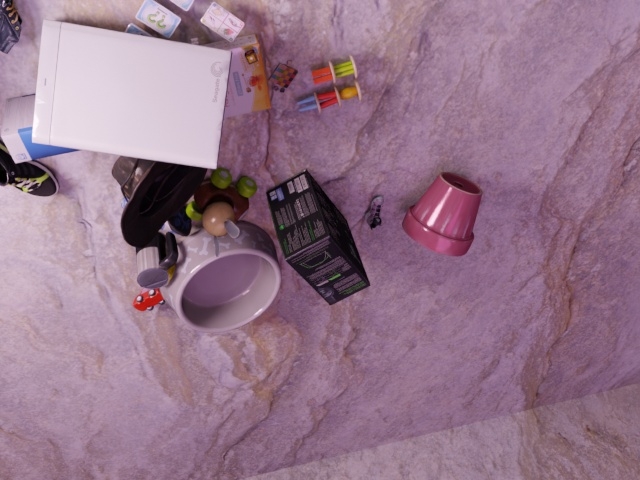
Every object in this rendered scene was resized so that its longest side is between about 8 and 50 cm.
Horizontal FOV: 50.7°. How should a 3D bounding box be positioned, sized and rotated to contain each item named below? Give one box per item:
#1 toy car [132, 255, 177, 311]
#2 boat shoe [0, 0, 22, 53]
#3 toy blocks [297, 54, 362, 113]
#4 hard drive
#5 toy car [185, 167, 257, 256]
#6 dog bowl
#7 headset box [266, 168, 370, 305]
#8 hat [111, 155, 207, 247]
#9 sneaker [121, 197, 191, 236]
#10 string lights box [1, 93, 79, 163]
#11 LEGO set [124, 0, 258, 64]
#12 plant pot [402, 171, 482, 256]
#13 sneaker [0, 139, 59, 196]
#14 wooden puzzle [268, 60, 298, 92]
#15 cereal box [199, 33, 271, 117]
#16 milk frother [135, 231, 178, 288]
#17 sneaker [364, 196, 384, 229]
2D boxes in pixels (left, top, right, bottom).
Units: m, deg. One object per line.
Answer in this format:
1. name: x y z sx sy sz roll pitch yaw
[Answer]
1. toy car: -0.398 0.129 1.944 0.225 0.053 0.239 13 132 -32
2. boat shoe: -0.578 -0.425 1.234 0.083 0.065 0.183 18 136 -37
3. toy blocks: 0.013 -0.348 1.536 0.148 0.054 0.123 -17 141 0
4. hard drive: -0.363 -0.279 1.313 0.353 0.047 0.233 8 97 -9
5. toy car: -0.238 -0.055 1.681 0.149 0.188 0.155 18 129 -35
6. dog bowl: -0.265 0.116 1.878 0.349 0.102 0.349 -17 134 -18
7. headset box: 0.000 0.000 1.787 0.131 0.246 0.283 -28 140 12
8. hat: -0.385 -0.147 1.518 0.134 0.331 0.331 33 131 6
9. sneaker: -0.409 -0.070 1.706 0.081 0.080 0.211 -9 150 32
10. string lights box: -0.510 -0.253 1.397 0.260 0.133 0.077 -12 138 -6
11. LEGO set: -0.250 -0.389 1.343 0.244 0.060 0.182 30 114 -27
12. plant pot: 0.353 -0.082 1.875 0.201 0.201 0.180 8 119 -28
13. sneaker: -0.686 -0.143 1.489 0.084 0.097 0.235 -33 138 19
14. wooden puzzle: -0.084 -0.369 1.514 0.049 0.006 0.083 16 130 -34
15. cereal box: -0.238 -0.339 1.461 0.240 0.047 0.173 -14 140 -4
16. milk frother: -0.452 0.028 1.743 0.143 0.135 0.129 20 127 -36
17. sneaker: 0.161 -0.071 1.899 0.038 0.069 0.098 1 137 -21
